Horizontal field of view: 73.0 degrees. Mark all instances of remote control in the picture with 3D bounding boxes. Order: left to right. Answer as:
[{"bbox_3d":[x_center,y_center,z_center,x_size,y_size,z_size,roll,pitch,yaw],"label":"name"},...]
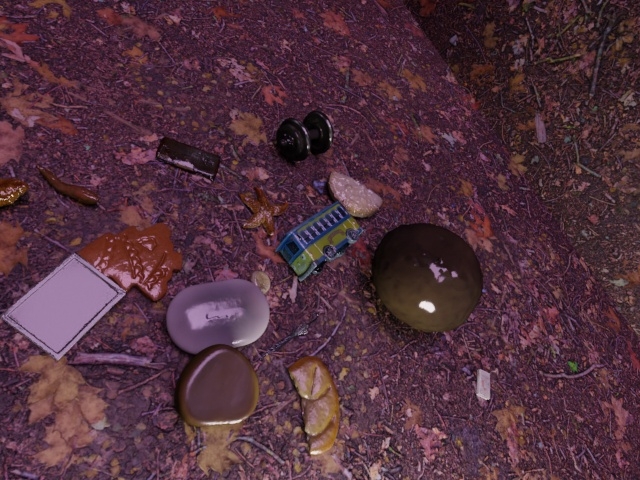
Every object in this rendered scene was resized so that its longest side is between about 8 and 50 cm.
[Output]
[{"bbox_3d":[-0.318,0.237,1.373,0.332,0.103,0.221,-7,72,-32],"label":"remote control"}]

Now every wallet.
[{"bbox_3d":[-0.504,-0.319,1.661,0.232,0.031,0.121,20,52,-18],"label":"wallet"}]

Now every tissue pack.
[{"bbox_3d":[0.663,0.585,1.759,0.056,0.023,0.108,29,51,-11],"label":"tissue pack"}]

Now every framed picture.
[{"bbox_3d":[-0.720,0.180,1.224,0.197,0.014,0.252,39,58,-3],"label":"framed picture"}]

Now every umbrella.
[{"bbox_3d":[-0.097,0.336,1.487,0.269,0.044,0.044,-34,119,-32],"label":"umbrella"}]

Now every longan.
[{"bbox_3d":[0.409,0.138,1.664,0.436,0.404,0.404,44,50,-3],"label":"longan"}]

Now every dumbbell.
[{"bbox_3d":[-0.062,-0.456,1.888,0.290,0.192,0.192,-27,77,-38],"label":"dumbbell"}]

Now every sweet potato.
[{"bbox_3d":[-0.814,-0.172,1.389,0.214,0.050,0.050,28,52,-7],"label":"sweet potato"}]

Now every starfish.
[{"bbox_3d":[-0.219,-0.119,1.692,0.241,0.043,0.227,-25,76,-40],"label":"starfish"}]

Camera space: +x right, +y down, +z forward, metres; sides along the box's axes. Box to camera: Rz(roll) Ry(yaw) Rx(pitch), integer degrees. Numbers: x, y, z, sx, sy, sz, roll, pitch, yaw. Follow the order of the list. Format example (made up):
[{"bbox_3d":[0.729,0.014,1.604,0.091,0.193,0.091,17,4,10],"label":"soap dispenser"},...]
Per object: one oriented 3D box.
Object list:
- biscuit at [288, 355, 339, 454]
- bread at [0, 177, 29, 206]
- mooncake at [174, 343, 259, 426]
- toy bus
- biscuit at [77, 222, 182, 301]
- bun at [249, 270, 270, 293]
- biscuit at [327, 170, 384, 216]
[{"bbox_3d":[-0.008,0.524,1.410,0.154,0.045,0.299,-3,64,-32],"label":"biscuit"},{"bbox_3d":[-0.976,-0.128,1.251,0.233,0.076,0.105,-11,55,-26],"label":"bread"},{"bbox_3d":[-0.300,0.416,1.251,0.235,0.117,0.234,9,70,-27],"label":"mooncake"},{"bbox_3d":[0.000,0.000,1.669,0.190,0.152,0.312,50,50,5],"label":"toy bus"},{"bbox_3d":[-0.597,0.057,1.368,0.306,0.043,0.283,6,60,-26],"label":"biscuit"},{"bbox_3d":[-0.218,0.150,1.515,0.086,0.055,0.086,32,45,-39],"label":"bun"},{"bbox_3d":[0.152,-0.188,1.912,0.281,0.084,0.179,26,52,-14],"label":"biscuit"}]
